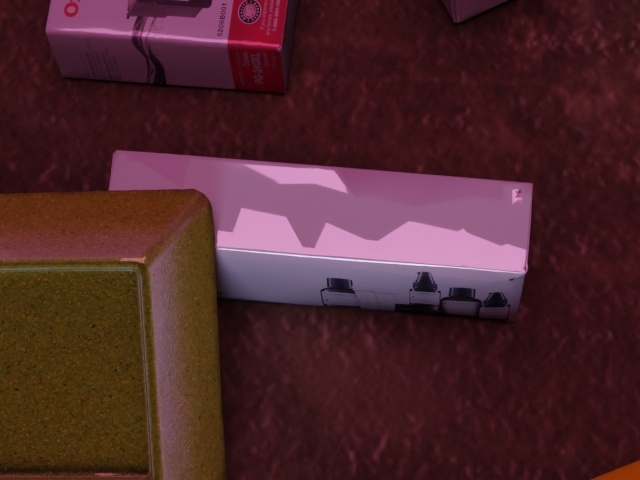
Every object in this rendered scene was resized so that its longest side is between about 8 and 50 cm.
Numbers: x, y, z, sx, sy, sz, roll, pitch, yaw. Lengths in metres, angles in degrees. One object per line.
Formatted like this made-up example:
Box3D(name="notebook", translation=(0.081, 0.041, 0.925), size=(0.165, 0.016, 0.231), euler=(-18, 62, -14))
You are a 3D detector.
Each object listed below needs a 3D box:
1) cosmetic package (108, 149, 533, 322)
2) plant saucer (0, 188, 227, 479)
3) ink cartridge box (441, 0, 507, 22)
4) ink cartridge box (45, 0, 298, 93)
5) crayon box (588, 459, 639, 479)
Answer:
Box3D(name="cosmetic package", translation=(0.000, 0.000, 0.969), size=(0.239, 0.099, 0.060), euler=(5, 69, 5))
Box3D(name="plant saucer", translation=(-0.151, 0.069, 0.921), size=(0.188, 0.045, 0.188), euler=(-1, 103, 6))
Box3D(name="ink cartridge box", translation=(0.112, -0.305, 1.070), size=(0.198, 0.115, 0.273), euler=(-24, 70, -6))
Box3D(name="ink cartridge box", translation=(-0.091, -0.159, 1.052), size=(0.150, 0.063, 0.109), euler=(5, 70, 4))
Box3D(name="crayon box", translation=(0.173, 0.223, 0.851), size=(0.323, 0.083, 0.203), euler=(-21, 48, -6))
